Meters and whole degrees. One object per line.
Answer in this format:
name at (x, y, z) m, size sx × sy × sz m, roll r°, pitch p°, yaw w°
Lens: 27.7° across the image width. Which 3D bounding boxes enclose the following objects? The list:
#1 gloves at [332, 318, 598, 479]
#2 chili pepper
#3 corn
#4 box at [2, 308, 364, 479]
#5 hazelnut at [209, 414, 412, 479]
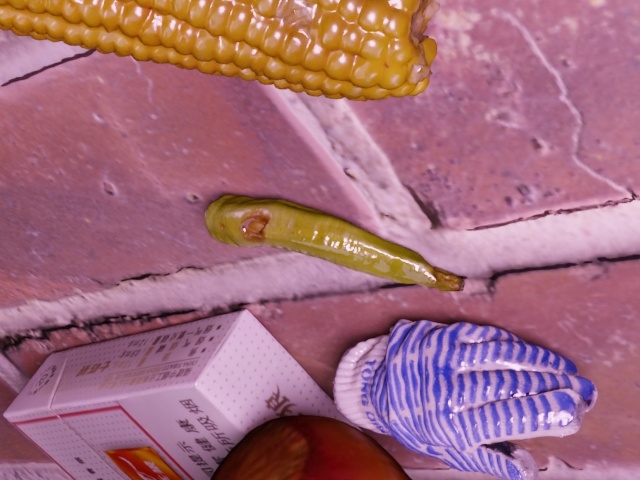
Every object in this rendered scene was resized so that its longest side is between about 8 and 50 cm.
gloves at (0.096, 0.114, 0.933) m, size 0.229 × 0.097 × 0.119 m, roll -6°, pitch 94°, yaw 45°
chili pepper at (0.000, 0.000, 0.924) m, size 0.208 × 0.043 × 0.049 m, roll 16°, pitch 130°, yaw 22°
corn at (-0.109, -0.156, 0.705) m, size 0.363 × 0.120 × 0.120 m, roll 16°, pitch 145°, yaw -1°
box at (-0.122, 0.184, 1.204) m, size 0.330 × 0.095 × 0.210 m, roll -14°, pitch 125°, yaw 48°
hazelnut at (-0.010, 0.231, 0.995) m, size 0.178 × 0.178 × 0.204 m, roll 30°, pitch 111°, yaw 3°
